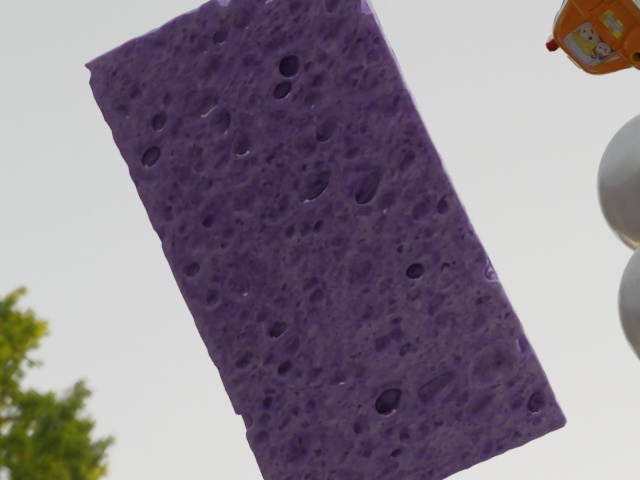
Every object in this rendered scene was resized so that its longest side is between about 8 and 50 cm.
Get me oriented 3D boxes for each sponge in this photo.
[{"bbox_3d":[0.000,0.000,0.548,0.117,0.031,0.210,-26,-98,9],"label":"sponge"}]

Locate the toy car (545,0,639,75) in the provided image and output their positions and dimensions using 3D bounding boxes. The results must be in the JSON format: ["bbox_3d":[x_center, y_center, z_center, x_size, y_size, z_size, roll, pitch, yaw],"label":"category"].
[{"bbox_3d":[0.091,-0.051,0.431,0.060,0.122,0.040,37,-57,-24],"label":"toy car"}]

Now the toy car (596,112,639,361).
[{"bbox_3d":[0.220,0.000,0.617,0.159,0.182,0.136,25,-50,-21],"label":"toy car"}]
